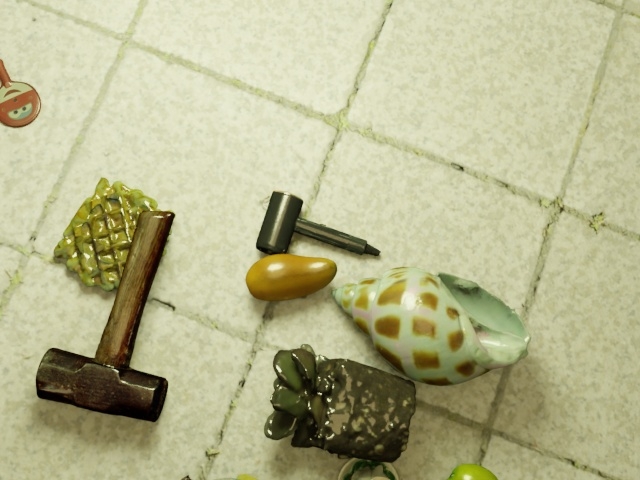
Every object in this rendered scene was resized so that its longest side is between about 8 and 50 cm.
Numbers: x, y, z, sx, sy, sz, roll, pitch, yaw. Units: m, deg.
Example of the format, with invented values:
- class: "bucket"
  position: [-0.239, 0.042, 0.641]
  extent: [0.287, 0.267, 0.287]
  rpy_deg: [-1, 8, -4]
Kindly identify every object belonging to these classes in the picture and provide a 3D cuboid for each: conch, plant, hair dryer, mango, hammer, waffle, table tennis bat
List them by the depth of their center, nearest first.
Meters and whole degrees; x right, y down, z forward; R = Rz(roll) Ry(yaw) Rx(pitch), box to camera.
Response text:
- class: "plant"
  position: [0.031, 0.308, 1.418]
  extent: [0.276, 0.188, 0.199]
  rpy_deg: [15, 77, 0]
- class: "hammer"
  position: [-0.374, 0.132, 1.440]
  extent: [0.242, 0.095, 0.409]
  rpy_deg: [17, 90, 0]
- class: "mango"
  position: [0.296, 0.513, 1.446]
  extent: [0.117, 0.089, 0.163]
  rpy_deg: [-7, 80, -5]
- class: "conch"
  position: [0.206, 0.155, 1.463]
  extent: [0.368, 0.197, 0.249]
  rpy_deg: [39, 42, 9]
- class: "mango"
  position: [-0.059, 0.071, 1.508]
  extent: [0.184, 0.102, 0.085]
  rpy_deg: [-10, 47, -8]
- class: "waffle"
  position: [-0.412, -0.004, 1.519]
  extent: [0.204, 0.054, 0.223]
  rpy_deg: [30, 78, 2]
- class: "hair dryer"
  position: [0.000, 0.000, 1.547]
  extent: [0.255, 0.070, 0.128]
  rpy_deg: [21, 79, -4]
- class: "table tennis bat"
  position: [-0.650, -0.310, 1.585]
  extent: [0.098, 0.019, 0.155]
  rpy_deg: [-25, 84, -8]

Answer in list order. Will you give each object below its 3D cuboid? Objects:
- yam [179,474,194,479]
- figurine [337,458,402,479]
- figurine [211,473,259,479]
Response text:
- class: "yam"
  position: [-0.341, 0.543, 1.419]
  extent: [0.264, 0.046, 0.046]
  rpy_deg: [-39, 84, -9]
- class: "figurine"
  position: [0.102, 0.469, 1.409]
  extent: [0.132, 0.154, 0.132]
  rpy_deg: [1, 79, -4]
- class: "figurine"
  position: [-0.099, 0.535, 1.242]
  extent: [0.361, 0.378, 0.266]
  rpy_deg: [0, 74, 14]
